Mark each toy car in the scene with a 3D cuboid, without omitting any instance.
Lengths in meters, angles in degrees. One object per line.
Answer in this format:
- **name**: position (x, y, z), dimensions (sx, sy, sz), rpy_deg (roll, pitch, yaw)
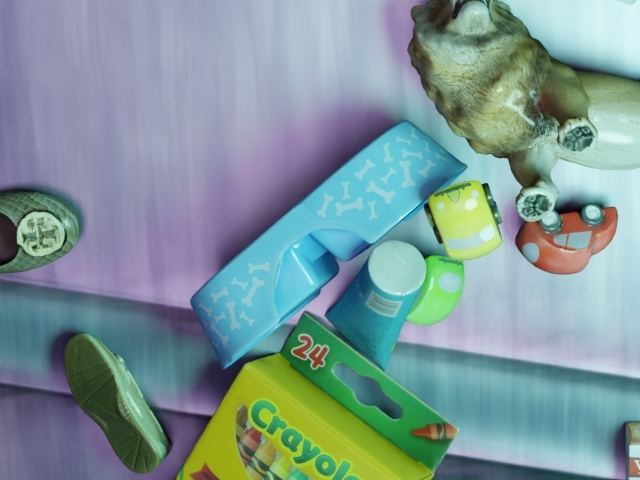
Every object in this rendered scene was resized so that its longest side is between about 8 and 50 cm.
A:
- **toy car**: position (0.137, 0.027, 1.839), dimensions (0.225, 0.239, 0.053), rpy_deg (-35, 59, 37)

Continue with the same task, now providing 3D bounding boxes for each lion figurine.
- **lion figurine**: position (0.269, -0.107, 1.776), dimensions (0.392, 0.240, 0.142), rpy_deg (16, 118, -16)

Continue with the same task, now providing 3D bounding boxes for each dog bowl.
- **dog bowl**: position (0.000, 0.000, 1.838), dimensions (0.297, 0.166, 0.074), rpy_deg (-41, 87, 15)

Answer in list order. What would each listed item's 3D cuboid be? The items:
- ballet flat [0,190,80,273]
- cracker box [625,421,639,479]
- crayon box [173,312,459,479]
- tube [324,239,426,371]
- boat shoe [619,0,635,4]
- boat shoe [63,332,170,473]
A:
- **ballet flat**: position (-0.357, -0.002, 1.921), dimensions (0.250, 0.058, 0.084), rpy_deg (-1, 107, 6)
- **cracker box**: position (0.373, 0.292, 1.928), dimensions (0.155, 0.067, 0.232), rpy_deg (0, 107, 6)
- **crayon box**: position (-0.034, 0.254, 1.921), dimensions (0.202, 0.081, 0.318), rpy_deg (35, 107, 17)
- **tube**: position (0.050, 0.063, 1.836), dimensions (0.052, 0.207, 0.080), rpy_deg (-38, 79, -22)
- **boat shoe**: position (0.203, -0.292, 1.770), dimensions (0.219, 0.078, 0.070), rpy_deg (35, 108, -3)
- **boat shoe**: position (-0.199, 0.156, 1.964), dimensions (0.056, 0.048, 0.153), rpy_deg (-32, 94, 26)
